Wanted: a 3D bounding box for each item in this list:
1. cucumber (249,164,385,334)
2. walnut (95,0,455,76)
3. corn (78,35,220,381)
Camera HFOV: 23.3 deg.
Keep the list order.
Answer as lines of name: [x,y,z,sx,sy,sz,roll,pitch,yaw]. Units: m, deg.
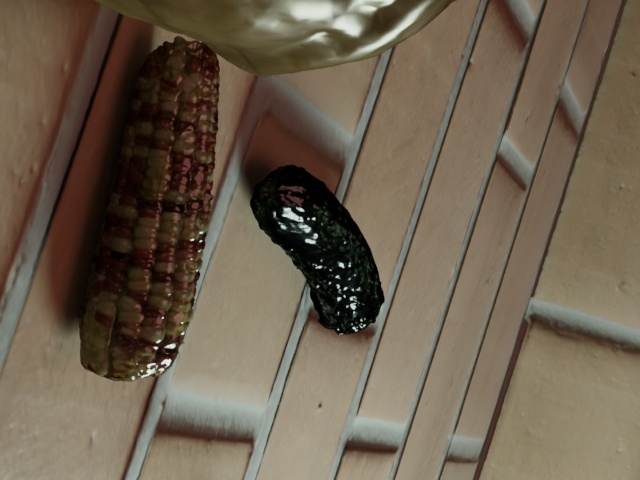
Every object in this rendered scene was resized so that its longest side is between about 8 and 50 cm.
cucumber: [0.000,0.000,1.391,0.303,0.072,0.081,63,47,-64]
walnut: [-0.017,-0.251,0.800,0.306,0.306,0.344,-33,133,-63]
corn: [-0.113,-0.021,1.055,0.079,0.079,0.237,-2,103,-71]
